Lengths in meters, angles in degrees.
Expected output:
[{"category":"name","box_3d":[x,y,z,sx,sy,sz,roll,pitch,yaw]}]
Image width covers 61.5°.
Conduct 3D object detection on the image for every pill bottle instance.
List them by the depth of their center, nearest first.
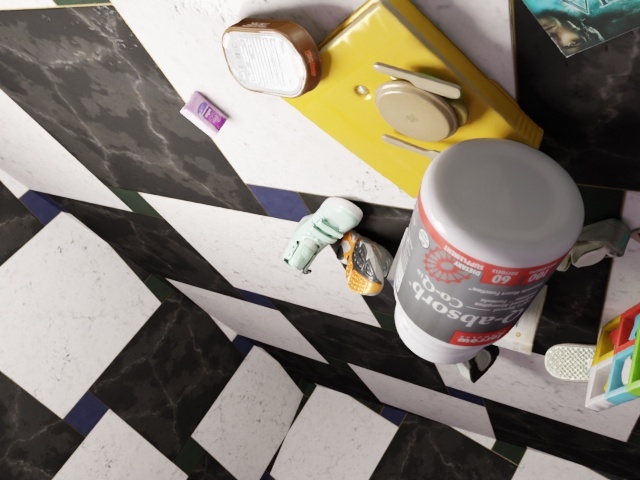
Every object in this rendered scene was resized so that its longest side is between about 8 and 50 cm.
[{"category":"pill bottle","box_3d":[0.227,0.040,0.826,0.210,0.210,0.363,20,146,12]}]

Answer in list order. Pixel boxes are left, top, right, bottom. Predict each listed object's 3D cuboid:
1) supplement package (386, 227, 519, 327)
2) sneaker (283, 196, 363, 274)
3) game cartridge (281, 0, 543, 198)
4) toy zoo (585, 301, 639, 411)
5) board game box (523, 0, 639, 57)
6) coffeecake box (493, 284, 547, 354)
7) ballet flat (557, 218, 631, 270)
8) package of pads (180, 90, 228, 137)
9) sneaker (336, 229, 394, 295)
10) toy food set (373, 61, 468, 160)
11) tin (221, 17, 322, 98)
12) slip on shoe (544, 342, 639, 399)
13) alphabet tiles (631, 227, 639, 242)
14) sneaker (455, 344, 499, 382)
[{"category":"supplement package","box_3d":[0.287,0.072,1.112,0.244,0.134,0.139,7,151,36]},{"category":"sneaker","box_3d":[0.000,0.000,1.224,0.094,0.151,0.256,33,155,-15]},{"category":"game cartridge","box_3d":[0.128,-0.195,0.815,0.323,0.053,0.285,33,156,-24]},{"category":"toy zoo","box_3d":[0.600,0.232,1.072,0.030,0.192,0.293,21,157,11]},{"category":"board game box","box_3d":[0.295,-0.262,0.522,0.126,0.026,0.186,37,154,-25]},{"category":"coffeecake box","box_3d":[0.380,0.148,1.173,0.185,0.142,0.068,14,155,25]},{"category":"ballet flat","box_3d":[0.433,0.018,0.937,0.072,0.068,0.213,31,157,-13]},{"category":"package of pads","box_3d":[-0.227,-0.245,1.049,0.083,0.050,0.032,38,154,-28]},{"category":"sneaker","box_3d":[0.120,0.050,1.200,0.121,0.099,0.262,18,-161,-14]},{"category":"toy food set","box_3d":[0.137,-0.180,0.736,0.132,0.039,0.192,24,165,16]},{"category":"tin","box_3d":[-0.077,-0.268,0.797,0.189,0.040,0.106,21,142,40]},{"category":"slip on shoe","box_3d":[0.698,0.298,1.244,0.101,0.123,0.331,14,169,-41]},{"category":"alphabet tiles","box_3d":[0.590,-0.016,0.784,0.198,0.009,0.237,29,156,-9]},{"category":"sneaker","box_3d":[0.335,0.239,1.444,0.182,0.158,0.410,28,160,43]}]
